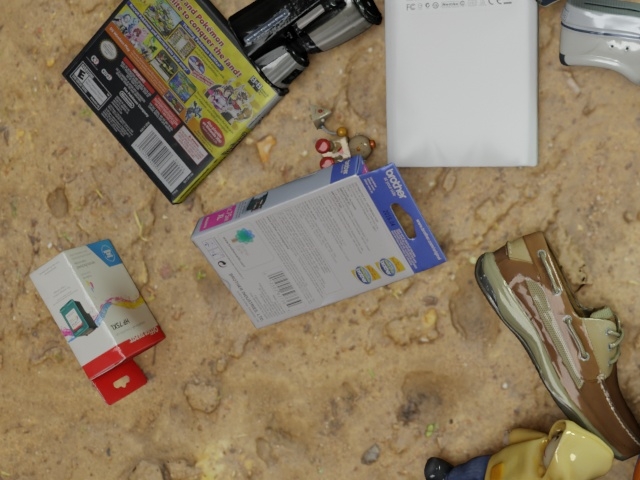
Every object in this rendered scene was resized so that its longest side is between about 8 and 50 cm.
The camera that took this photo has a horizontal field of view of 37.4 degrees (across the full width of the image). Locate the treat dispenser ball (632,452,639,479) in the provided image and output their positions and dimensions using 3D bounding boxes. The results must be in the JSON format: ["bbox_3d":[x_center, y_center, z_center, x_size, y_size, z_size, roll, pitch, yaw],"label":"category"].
[{"bbox_3d":[0.514,0.314,1.110,0.288,0.288,0.288,3,99,18],"label":"treat dispenser ball"}]

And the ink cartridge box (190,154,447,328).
[{"bbox_3d":[0.000,0.000,1.316,0.311,0.065,0.186,-19,122,22],"label":"ink cartridge box"}]

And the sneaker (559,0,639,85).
[{"bbox_3d":[0.424,-0.237,1.171,0.258,0.094,0.091,15,126,17],"label":"sneaker"}]

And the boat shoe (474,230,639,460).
[{"bbox_3d":[0.334,0.132,1.233,0.120,0.122,0.324,-36,87,17],"label":"boat shoe"}]

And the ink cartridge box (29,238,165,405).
[{"bbox_3d":[-0.327,0.122,1.445,0.078,0.134,0.231,-31,88,20],"label":"ink cartridge box"}]

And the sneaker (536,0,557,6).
[{"bbox_3d":[0.337,-0.363,1.183,0.192,0.086,0.064,-35,68,-9],"label":"sneaker"}]

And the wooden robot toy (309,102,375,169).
[{"bbox_3d":[0.040,-0.117,1.321,0.079,0.076,0.173,-15,94,9],"label":"wooden robot toy"}]

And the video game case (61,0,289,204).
[{"bbox_3d":[-0.221,-0.235,1.407,0.248,0.035,0.275,-43,83,20],"label":"video game case"}]

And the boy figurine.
[{"bbox_3d":[0.249,0.313,1.231,0.092,0.177,0.285,42,139,-13],"label":"boy figurine"}]

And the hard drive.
[{"bbox_3d":[0.188,-0.253,1.262,0.203,0.040,0.308,1,99,18],"label":"hard drive"}]

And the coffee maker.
[{"bbox_3d":[-0.029,-0.321,1.299,0.178,0.120,0.171,-30,65,19],"label":"coffee maker"}]
